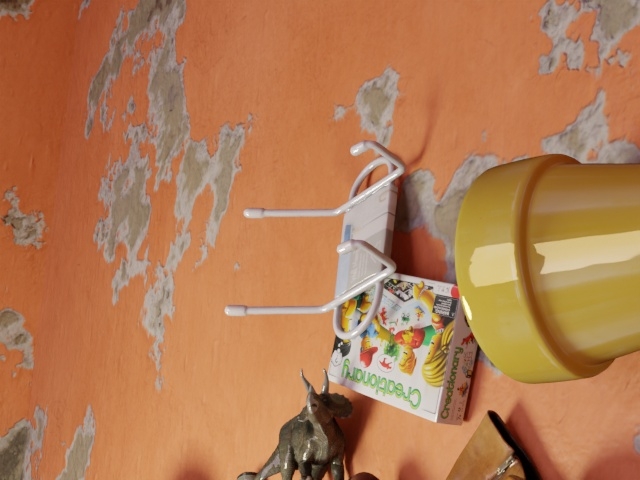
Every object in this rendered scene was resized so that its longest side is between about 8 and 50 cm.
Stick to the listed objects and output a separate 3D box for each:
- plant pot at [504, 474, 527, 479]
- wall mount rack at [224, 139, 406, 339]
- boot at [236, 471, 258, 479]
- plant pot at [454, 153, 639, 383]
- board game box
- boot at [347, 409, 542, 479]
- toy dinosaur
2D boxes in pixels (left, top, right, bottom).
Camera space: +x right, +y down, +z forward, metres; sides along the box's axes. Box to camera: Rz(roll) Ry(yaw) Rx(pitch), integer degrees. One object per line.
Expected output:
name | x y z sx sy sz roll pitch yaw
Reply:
plant pot | 0.227 0.381 1.178 0.188 0.205 0.205 -60 31 0
wall mount rack | 0.000 0.000 1.646 0.304 0.130 0.350 -32 37 40
boot | -0.159 0.551 1.888 0.246 0.083 0.161 -56 30 24
plant pot | 0.311 0.019 1.110 0.239 0.254 0.254 -13 68 42
board game box | 0.122 0.148 1.553 0.305 0.053 0.193 8 87 60
boot | 0.155 0.339 1.394 0.280 0.096 0.264 -62 33 25
toy dinosaur | -0.018 0.339 1.695 0.313 0.121 0.160 126 150 -56
